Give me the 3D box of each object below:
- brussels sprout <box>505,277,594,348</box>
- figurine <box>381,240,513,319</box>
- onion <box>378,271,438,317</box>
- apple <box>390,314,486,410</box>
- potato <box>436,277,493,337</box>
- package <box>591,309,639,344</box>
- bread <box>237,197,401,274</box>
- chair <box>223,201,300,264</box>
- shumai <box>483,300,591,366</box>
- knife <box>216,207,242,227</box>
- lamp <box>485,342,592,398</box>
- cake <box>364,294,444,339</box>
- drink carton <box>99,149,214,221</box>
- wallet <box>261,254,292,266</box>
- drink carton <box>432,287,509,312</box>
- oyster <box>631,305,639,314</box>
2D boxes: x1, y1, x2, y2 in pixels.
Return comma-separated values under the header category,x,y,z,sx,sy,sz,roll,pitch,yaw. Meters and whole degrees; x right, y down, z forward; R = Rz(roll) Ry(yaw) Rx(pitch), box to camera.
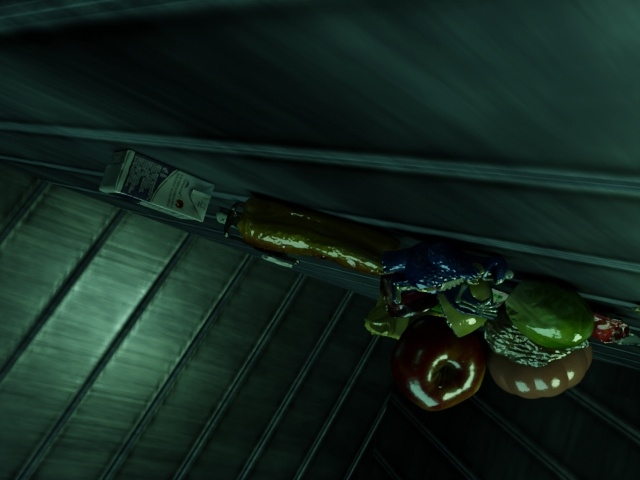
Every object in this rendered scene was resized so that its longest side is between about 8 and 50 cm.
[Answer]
category,x,y,z,sx,sy,sz,roll,pitch,yaw
brussels sprout,0.492,0.161,1.309,0.161,0.144,0.180,-4,-144,-49
figurine,0.259,0.059,1.247,0.262,0.121,0.164,7,135,18
onion,0.263,0.113,1.602,0.218,0.140,0.195,-19,174,-2
apple,0.360,0.366,1.870,0.288,0.288,0.317,17,-175,2
potato,0.351,0.126,1.458,0.117,0.182,0.202,-18,116,23
package,0.648,0.193,1.491,0.269,0.071,0.194,16,160,48
bread,0.000,0.000,1.410,0.380,0.109,0.185,15,172,7
chair,-0.141,-0.018,1.620,0.113,0.106,0.229,14,174,30
shumai,0.525,0.196,1.492,0.218,0.185,0.184,-30,103,29
knife,-0.186,-0.041,1.802,0.265,0.041,0.073,19,158,12
lamp,0.636,0.320,1.796,0.305,0.305,0.240,5,121,62
cake,0.310,0.253,2.140,0.286,0.227,0.222,22,173,-34
drink carton,-0.377,-0.122,1.411,0.222,0.102,0.134,22,170,-33
wallet,-0.123,0.059,1.703,0.083,0.011,0.044,22,174,-28
drink carton,0.409,0.179,1.792,0.161,0.108,0.271,21,172,-33
oyster,0.699,0.158,1.229,0.121,0.045,0.146,30,-179,34
